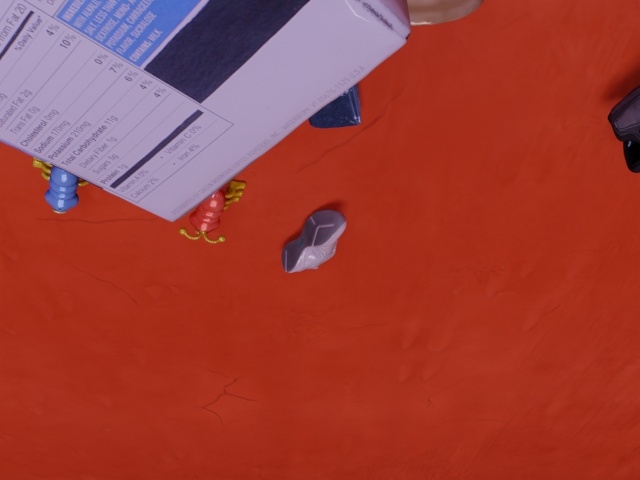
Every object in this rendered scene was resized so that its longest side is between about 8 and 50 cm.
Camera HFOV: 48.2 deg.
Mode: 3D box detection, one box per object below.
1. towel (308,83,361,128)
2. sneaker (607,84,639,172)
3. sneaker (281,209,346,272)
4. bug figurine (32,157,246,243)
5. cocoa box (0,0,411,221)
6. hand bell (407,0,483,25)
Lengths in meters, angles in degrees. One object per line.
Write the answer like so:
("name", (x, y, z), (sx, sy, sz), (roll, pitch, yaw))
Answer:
("towel", (0.010, -0.177, 0.828), (0.067, 0.029, 0.119), (-5, 145, 6))
("sneaker", (0.457, -0.116, 0.879), (0.276, 0.097, 0.135), (26, 136, -31))
("sneaker", (0.000, 0.000, 1.070), (0.061, 0.053, 0.152), (3, 151, -34))
("bug figurine", (-0.228, -0.085, 0.911), (0.279, 0.072, 0.216), (9, 143, -14))
("cocoa box", (-0.110, -0.237, 0.460), (0.228, 0.347, 0.231), (27, 136, -34))
("hand bell", (0.083, -0.318, 0.591), (0.126, 0.126, 0.242), (-3, 133, 2))
